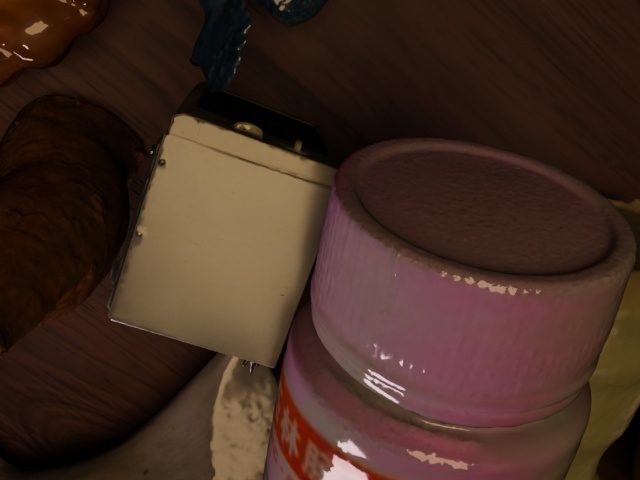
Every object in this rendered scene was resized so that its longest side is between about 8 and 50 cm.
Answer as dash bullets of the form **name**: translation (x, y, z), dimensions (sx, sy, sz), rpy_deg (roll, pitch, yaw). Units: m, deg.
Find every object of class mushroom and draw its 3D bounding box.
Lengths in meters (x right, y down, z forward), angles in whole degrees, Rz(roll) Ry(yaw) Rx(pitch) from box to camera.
- **mushroom**: translation (-0.203, 0.248, 0.825), dimensions (0.397, 0.126, 0.177), rpy_deg (-26, 95, 4)

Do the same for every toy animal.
- **toy animal**: translation (-0.063, -0.252, 0.664), dimensions (0.239, 0.176, 0.255), rpy_deg (12, 105, -44)

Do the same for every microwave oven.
- **microwave oven**: translation (-0.083, -0.022, 0.690), dimensions (0.145, 0.240, 0.194), rpy_deg (21, 103, -10)

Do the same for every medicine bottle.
- **medicine bottle**: translation (0.074, 0.137, 0.602), dimensions (0.219, 0.219, 0.388), rpy_deg (8, 122, -6)

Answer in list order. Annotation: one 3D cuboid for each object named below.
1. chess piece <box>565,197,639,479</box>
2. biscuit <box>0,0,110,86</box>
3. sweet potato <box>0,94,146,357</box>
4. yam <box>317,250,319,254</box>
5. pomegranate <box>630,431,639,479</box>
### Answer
- **chess piece**: translation (0.217, 0.189, 0.794), dimensions (0.234, 0.234, 0.442), rpy_deg (0, 109, -4)
- **biscuit**: translation (-0.313, -0.287, 0.669), dimensions (0.326, 0.107, 0.325), rpy_deg (-2, 109, -6)
- **sweet potato**: translation (-0.222, 0.000, 0.651), dimensions (0.131, 0.336, 0.131), rpy_deg (-3, 125, -4)
- **yam**: translation (0.000, 0.000, 0.821), dimensions (0.014, 0.014, 0.107), rpy_deg (27, 103, -11)
- **pomegranate**: translation (0.459, 0.260, 0.804), dimensions (0.307, 0.307, 0.307), rpy_deg (-1, 106, -4)
